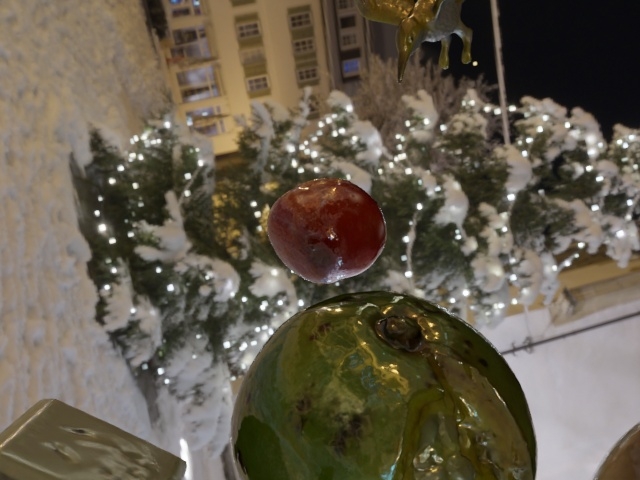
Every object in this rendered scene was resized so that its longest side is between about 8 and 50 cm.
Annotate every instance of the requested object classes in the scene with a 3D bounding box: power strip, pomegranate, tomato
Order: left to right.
[{"bbox_3d":[-0.217,0.261,0.492,0.225,0.140,0.139,-64,-174,2],"label":"power strip"},{"bbox_3d":[0.000,0.000,0.835,0.091,0.159,0.139,-62,139,-55],"label":"tomato"},{"bbox_3d":[0.051,0.189,0.533,0.236,0.235,0.302,-123,-155,-65],"label":"pomegranate"}]

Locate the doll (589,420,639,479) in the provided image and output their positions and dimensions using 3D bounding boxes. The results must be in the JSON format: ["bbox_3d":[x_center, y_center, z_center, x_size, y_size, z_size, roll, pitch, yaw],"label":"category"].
[{"bbox_3d":[0.290,0.187,0.311,0.370,0.214,0.226,25,-48,65],"label":"doll"}]

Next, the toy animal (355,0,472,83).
[{"bbox_3d":[0.116,-0.205,0.626,0.219,0.095,0.155,-1,-109,45],"label":"toy animal"}]
